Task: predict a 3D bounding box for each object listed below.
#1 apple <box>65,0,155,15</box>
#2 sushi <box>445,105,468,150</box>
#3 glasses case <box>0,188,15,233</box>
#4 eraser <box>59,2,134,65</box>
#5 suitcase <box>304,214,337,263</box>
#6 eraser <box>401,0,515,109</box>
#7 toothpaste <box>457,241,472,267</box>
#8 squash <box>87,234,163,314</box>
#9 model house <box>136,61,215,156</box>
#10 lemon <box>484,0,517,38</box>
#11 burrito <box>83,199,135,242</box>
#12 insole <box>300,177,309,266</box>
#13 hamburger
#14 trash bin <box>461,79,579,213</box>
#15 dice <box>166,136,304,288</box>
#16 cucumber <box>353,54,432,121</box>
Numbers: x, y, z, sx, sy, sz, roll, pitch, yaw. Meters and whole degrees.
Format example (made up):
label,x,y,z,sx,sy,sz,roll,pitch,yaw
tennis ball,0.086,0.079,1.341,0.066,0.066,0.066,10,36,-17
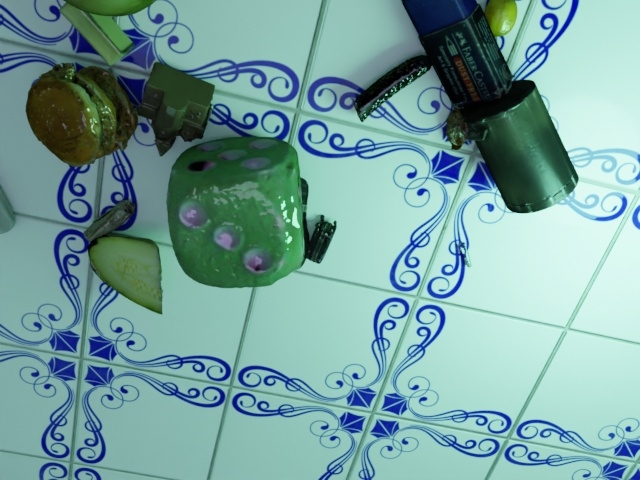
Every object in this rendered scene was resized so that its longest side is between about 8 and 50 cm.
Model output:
label,x,y,z,sx,sy,sz,roll,pitch,yaw
apple,-0.423,-0.701,1.368,0.474,0.473,0.473,0,119,0
sushi,0.365,-0.306,1.803,0.055,0.052,0.120,-4,123,-15
glasses case,-0.946,-0.124,1.898,0.092,0.059,0.233,-11,118,8
eraser,-0.543,-0.519,1.643,0.058,0.117,0.172,-34,114,17
suitcase,0.000,0.000,1.954,0.059,0.086,0.126,25,117,4
eraser,0.341,-0.486,1.646,0.155,0.101,0.332,-11,125,40
toothpaste,0.435,0.044,2.020,0.024,0.015,0.083,-23,112,3
squash,-0.569,0.091,1.961,0.155,0.204,0.236,-12,123,-33
model house,-0.396,-0.298,1.760,0.181,0.176,0.248,19,134,-10
lemon,0.440,-0.547,1.648,0.082,0.082,0.110,3,118,-2
burrito,-0.610,-0.057,1.946,0.188,0.045,0.058,-33,140,14
insole,-0.078,-0.046,1.970,0.110,0.012,0.309,7,120,-2
hamburger,-0.611,-0.325,1.694,0.245,0.211,0.260,14,120,15
trash bin,0.519,-0.248,1.750,0.252,0.203,0.301,-44,116,-22
dice,-0.207,-0.079,1.770,0.331,0.318,0.322,-1,119,3
cucumber,0.185,-0.406,1.742,0.245,0.067,0.067,-38,113,17
